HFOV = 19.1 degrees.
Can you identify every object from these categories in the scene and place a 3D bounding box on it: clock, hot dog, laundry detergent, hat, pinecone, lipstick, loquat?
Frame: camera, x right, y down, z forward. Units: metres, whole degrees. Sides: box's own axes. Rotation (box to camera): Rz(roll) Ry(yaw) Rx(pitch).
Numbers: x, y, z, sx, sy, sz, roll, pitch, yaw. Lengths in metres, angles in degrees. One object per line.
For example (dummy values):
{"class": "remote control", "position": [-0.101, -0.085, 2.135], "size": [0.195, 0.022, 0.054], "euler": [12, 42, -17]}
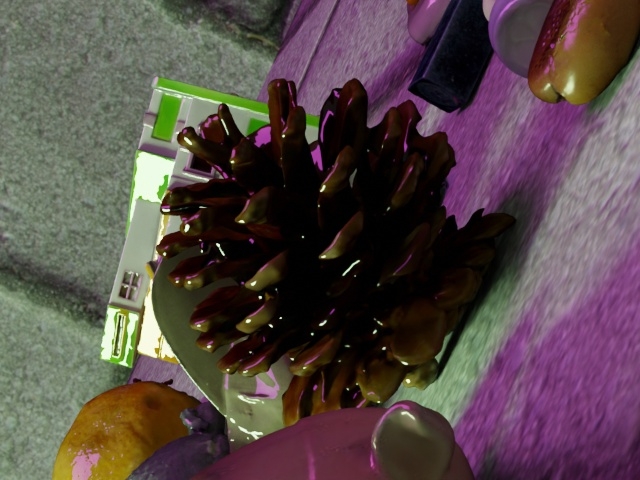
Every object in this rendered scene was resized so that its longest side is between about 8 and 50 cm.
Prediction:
{"class": "clock", "position": [-0.088, 0.013, 1.942], "size": [0.166, 0.235, 0.309], "euler": [23, -99, -82]}
{"class": "hot dog", "position": [0.194, -0.157, 1.317], "size": [0.090, 0.060, 0.140], "euler": [159, 130, -72]}
{"class": "laundry detergent", "position": [0.178, -0.233, 1.516], "size": [0.335, 0.088, 0.159], "euler": [-77, 11, -56]}
{"class": "hat", "position": [-0.037, 0.062, 1.523], "size": [0.144, 0.173, 0.166], "euler": [-6, 30, 30]}
{"class": "pinecone", "position": [0.003, -0.003, 1.371], "size": [0.264, 0.264, 0.264], "euler": [-61, 9, 16]}
{"class": "lipstick", "position": [0.172, -0.266, 1.792], "size": [0.312, 0.051, 0.051], "euler": [-64, 7, -17]}
{"class": "loquat", "position": [-0.186, 0.246, 1.964], "size": [0.187, 0.176, 0.234], "euler": [111, 176, -64]}

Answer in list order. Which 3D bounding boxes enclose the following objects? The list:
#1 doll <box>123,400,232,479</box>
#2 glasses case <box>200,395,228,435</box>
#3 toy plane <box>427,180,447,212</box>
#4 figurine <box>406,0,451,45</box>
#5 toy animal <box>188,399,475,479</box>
{"class": "doll", "position": [-0.145, 0.311, 1.548], "size": [0.340, 0.158, 0.246], "euler": [-65, 21, 12]}
{"class": "glasses case", "position": [-0.119, 0.205, 2.123], "size": [0.074, 0.049, 0.193], "euler": [-67, 10, -23]}
{"class": "toy plane", "position": [0.087, -0.041, 1.692], "size": [0.120, 0.031, 0.049], "euler": [-102, 31, -72]}
{"class": "figurine", "position": [0.095, -0.340, 2.160], "size": [0.166, 0.141, 0.250], "euler": [-57, 11, 31]}
{"class": "toy animal", "position": [-0.017, 0.191, 1.095], "size": [0.250, 0.154, 0.166], "euler": [-38, 12, -3]}
